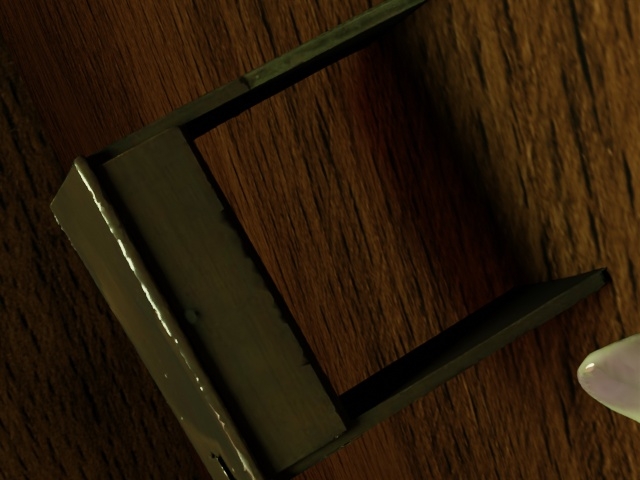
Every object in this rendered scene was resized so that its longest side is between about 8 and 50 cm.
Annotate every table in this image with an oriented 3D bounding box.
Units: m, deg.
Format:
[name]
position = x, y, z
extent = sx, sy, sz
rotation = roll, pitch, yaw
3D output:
[table]
position = 0.000, 0.000, 1.163
extent = 0.250, 0.282, 0.196
rotation = 60, 165, 0

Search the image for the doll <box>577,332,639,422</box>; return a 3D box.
[doll]
position = 0.289, 0.141, 0.665
extent = 0.215, 0.226, 0.370
rotation = 33, -166, -36
